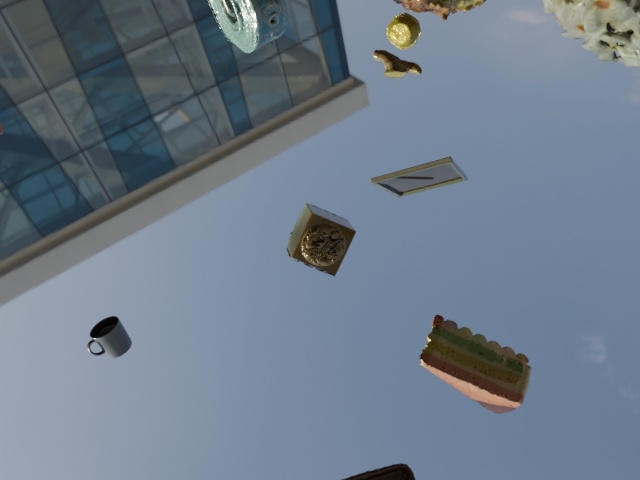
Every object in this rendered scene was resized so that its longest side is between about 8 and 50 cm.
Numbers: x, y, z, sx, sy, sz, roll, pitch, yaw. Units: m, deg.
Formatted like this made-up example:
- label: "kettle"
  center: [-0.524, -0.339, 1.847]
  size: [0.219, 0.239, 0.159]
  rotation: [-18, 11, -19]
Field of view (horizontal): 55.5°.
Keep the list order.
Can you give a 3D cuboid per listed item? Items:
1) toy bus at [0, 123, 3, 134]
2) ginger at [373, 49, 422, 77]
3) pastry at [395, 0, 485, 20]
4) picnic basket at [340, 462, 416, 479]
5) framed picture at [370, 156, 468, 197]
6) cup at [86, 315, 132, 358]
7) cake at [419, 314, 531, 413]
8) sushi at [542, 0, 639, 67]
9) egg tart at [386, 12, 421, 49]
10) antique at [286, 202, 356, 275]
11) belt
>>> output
- label: "toy bus"
  center: [-0.332, -0.088, 0.520]
  size: [0.031, 0.043, 0.110]
  rotation: [24, -132, 39]
- label: "ginger"
  center: [0.130, -0.304, 1.073]
  size: [0.097, 0.030, 0.048]
  rotation: [28, -122, 19]
- label: "pastry"
  center: [0.275, -0.750, 1.583]
  size: [0.405, 0.292, 0.337]
  rotation: [-15, -126, -40]
- label: "picnic basket"
  center: [0.098, 0.511, 1.191]
  size: [0.193, 0.055, 0.110]
  rotation: [-14, -116, -4]
- label: "framed picture"
  center: [0.237, -0.142, 1.416]
  size: [0.184, 0.250, 0.016]
  rotation: [-14, -99, 21]
- label: "cup"
  center: [-0.521, 0.247, 1.493]
  size: [0.100, 0.077, 0.078]
  rotation: [-40, -146, -26]
- label: "cake"
  center: [0.296, 0.230, 1.138]
  size: [0.090, 0.225, 0.109]
  rotation: [-28, -147, 53]
- label: "sushi"
  center: [0.447, -0.422, 0.762]
  size: [0.417, 0.417, 0.176]
  rotation: [-28, -165, -13]
- label: "egg tart"
  center: [0.230, -0.585, 1.710]
  size: [0.105, 0.105, 0.039]
  rotation: [10, -144, 24]
- label: "antique"
  center: [0.000, 0.000, 1.708]
  size: [0.146, 0.152, 0.148]
  rotation: [21, -169, -16]
- label: "belt"
  center: [-0.117, -0.382, 0.938]
  size: [0.082, 0.163, 0.147]
  rotation: [-38, -121, -23]
